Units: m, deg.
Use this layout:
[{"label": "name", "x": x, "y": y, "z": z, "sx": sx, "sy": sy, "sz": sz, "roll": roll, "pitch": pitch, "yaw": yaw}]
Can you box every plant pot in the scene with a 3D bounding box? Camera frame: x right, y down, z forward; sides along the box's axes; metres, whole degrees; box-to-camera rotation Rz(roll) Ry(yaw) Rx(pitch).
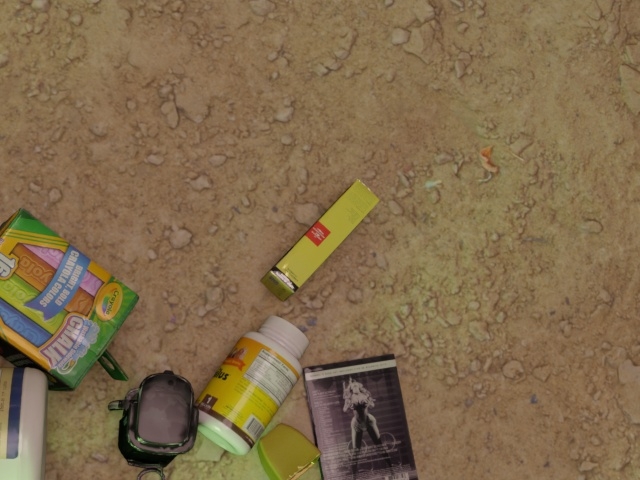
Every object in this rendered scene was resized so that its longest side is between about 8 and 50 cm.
[{"label": "plant pot", "x": -0.059, "y": 0.346, "z": 1.788, "sx": 0.081, "sy": 0.081, "sz": 0.083, "roll": -37, "pitch": 76, "yaw": -21}]

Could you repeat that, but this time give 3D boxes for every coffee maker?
[{"label": "coffee maker", "x": -0.246, "y": 0.297, "z": 1.692, "sx": 0.120, "sy": 0.178, "sz": 0.171, "roll": -15, "pitch": 80, "yaw": -18}]

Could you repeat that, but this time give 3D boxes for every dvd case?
[{"label": "dvd case", "x": 0.067, "y": 0.312, "z": 1.861, "sx": 0.165, "sy": 0.018, "sz": 0.221, "roll": -7, "pitch": 79, "yaw": -16}]

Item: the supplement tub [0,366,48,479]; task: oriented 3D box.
[{"label": "supplement tub", "x": -0.548, "y": 0.289, "z": 1.543, "sx": 0.316, "sy": 0.228, "sz": 0.228, "roll": 3, "pitch": 75, "yaw": -12}]

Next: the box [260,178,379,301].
[{"label": "box", "x": 0.000, "y": 0.000, "z": 1.887, "sx": 0.058, "sy": 0.087, "sz": 0.232, "roll": 44, "pitch": 70, "yaw": -1}]

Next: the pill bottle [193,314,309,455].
[{"label": "pill bottle", "x": -0.110, "y": 0.230, "z": 1.780, "sx": 0.117, "sy": 0.117, "sz": 0.215, "roll": 37, "pitch": 69, "yaw": -4}]

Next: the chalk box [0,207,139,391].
[{"label": "chalk box", "x": -0.406, "y": 0.114, "z": 1.684, "sx": 0.289, "sy": 0.180, "sz": 0.179, "roll": 39, "pitch": 69, "yaw": -17}]
